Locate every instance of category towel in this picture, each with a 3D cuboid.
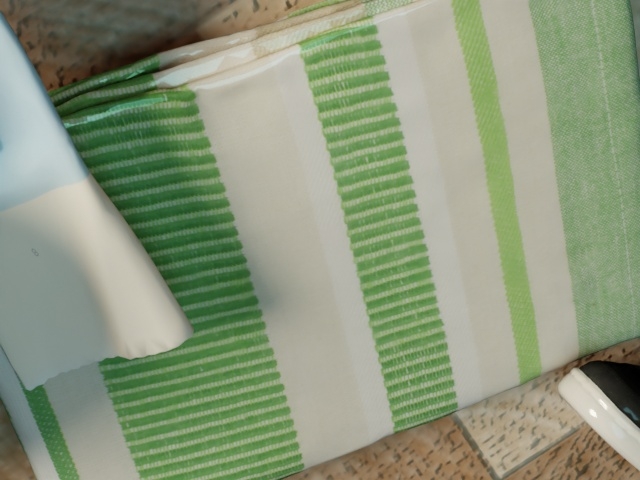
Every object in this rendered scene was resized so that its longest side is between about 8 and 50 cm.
[{"bbox_3d":[0.000,0.000,0.742,0.325,0.038,0.247,-21,126,-9],"label":"towel"}]

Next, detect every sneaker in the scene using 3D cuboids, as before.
[{"bbox_3d":[0.223,0.078,0.857,0.217,0.079,0.121,30,103,-41],"label":"sneaker"}]

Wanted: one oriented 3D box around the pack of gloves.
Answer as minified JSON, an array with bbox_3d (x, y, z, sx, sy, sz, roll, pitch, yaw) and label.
[{"bbox_3d":[-0.186,-0.004,0.624,0.195,0.046,0.232,-20,125,11],"label":"pack of gloves"}]
